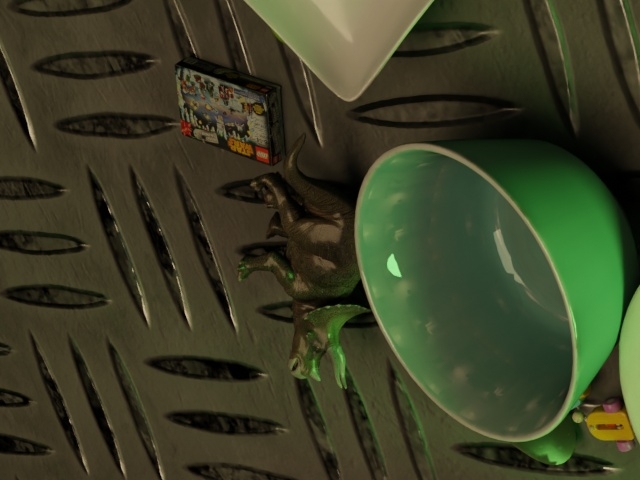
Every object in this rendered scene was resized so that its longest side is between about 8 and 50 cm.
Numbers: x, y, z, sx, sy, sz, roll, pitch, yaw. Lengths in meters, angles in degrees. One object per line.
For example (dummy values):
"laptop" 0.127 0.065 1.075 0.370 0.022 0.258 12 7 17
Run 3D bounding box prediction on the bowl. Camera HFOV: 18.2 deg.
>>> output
"bowl" 0.193 0.025 1.964 0.311 0.163 0.311 33 136 39

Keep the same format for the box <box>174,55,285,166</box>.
"box" -0.102 -0.146 2.254 0.137 0.027 0.094 20 130 33

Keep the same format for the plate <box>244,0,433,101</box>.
"plate" 0.018 -0.323 1.958 0.277 0.045 0.278 46 122 9

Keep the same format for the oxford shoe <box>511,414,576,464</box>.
"oxford shoe" 0.193 0.161 2.171 0.212 0.076 0.076 45 169 7

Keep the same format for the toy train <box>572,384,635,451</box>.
"toy train" 0.294 0.147 2.069 0.166 0.046 0.125 23 129 28

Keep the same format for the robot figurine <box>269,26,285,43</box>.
"robot figurine" -0.007 -0.233 2.071 0.115 0.067 0.101 8 134 41

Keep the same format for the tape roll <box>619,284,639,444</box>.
"tape roll" 0.464 0.140 1.842 0.392 0.072 0.392 17 124 27

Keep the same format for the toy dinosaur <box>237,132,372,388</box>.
"toy dinosaur" 0.000 0.000 2.217 0.160 0.121 0.313 23 127 15
